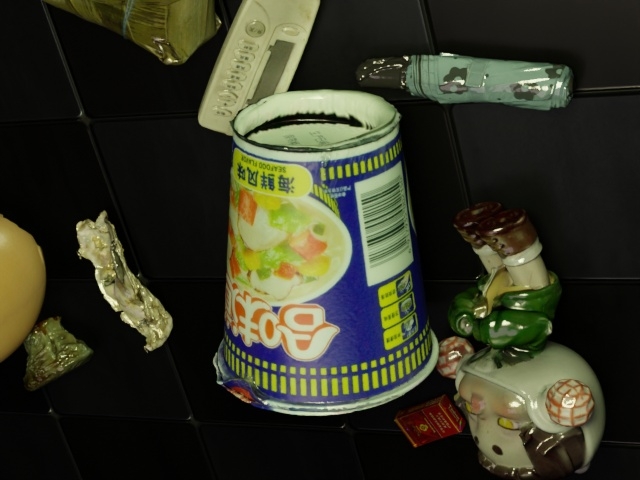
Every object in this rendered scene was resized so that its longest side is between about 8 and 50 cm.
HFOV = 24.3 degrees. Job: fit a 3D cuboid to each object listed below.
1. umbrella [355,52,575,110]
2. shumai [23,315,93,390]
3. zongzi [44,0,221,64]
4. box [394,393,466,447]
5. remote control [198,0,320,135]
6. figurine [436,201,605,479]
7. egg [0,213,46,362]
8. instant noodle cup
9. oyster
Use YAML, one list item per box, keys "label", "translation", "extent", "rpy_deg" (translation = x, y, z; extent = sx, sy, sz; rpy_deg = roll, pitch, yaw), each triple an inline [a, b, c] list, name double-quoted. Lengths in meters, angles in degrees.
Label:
- label: "umbrella"
  translation: [0.161, -0.179, 1.663]
  extent: [0.250, 0.052, 0.053]
  rpy_deg: [6, 159, 22]
- label: "shumai"
  translation: [-0.394, 0.159, 2.150]
  extent: [0.123, 0.099, 0.087]
  rpy_deg: [-31, 89, 36]
- label: "zongzi"
  translation: [-0.243, -0.356, 1.691]
  extent: [0.274, 0.125, 0.251]
  rpy_deg: [24, 131, 17]
- label: "box"
  translation: [0.145, 0.241, 1.981]
  extent: [0.082, 0.023, 0.051]
  rpy_deg: [-25, 108, 36]
- label: "remote control"
  translation: [-0.072, -0.218, 1.743]
  extent: [0.090, 0.049, 0.230]
  rpy_deg: [10, 132, -19]
- label: "figurine"
  translation: [0.240, 0.138, 1.780]
  extent: [0.281, 0.167, 0.370]
  rpy_deg: [17, 126, 59]
- label: "egg"
  translation: [-0.487, 0.079, 2.044]
  extent: [0.201, 0.244, 0.201]
  rpy_deg: [9, 137, 8]
- label: "instant noodle cup"
  translation: [0.000, 0.000, 1.742]
  extent: [0.284, 0.284, 0.312]
  rpy_deg: [8, 117, 21]
- label: "oyster"
  translation: [-0.272, 0.048, 2.043]
  extent: [0.106, 0.061, 0.200]
  rpy_deg: [12, 126, 40]
